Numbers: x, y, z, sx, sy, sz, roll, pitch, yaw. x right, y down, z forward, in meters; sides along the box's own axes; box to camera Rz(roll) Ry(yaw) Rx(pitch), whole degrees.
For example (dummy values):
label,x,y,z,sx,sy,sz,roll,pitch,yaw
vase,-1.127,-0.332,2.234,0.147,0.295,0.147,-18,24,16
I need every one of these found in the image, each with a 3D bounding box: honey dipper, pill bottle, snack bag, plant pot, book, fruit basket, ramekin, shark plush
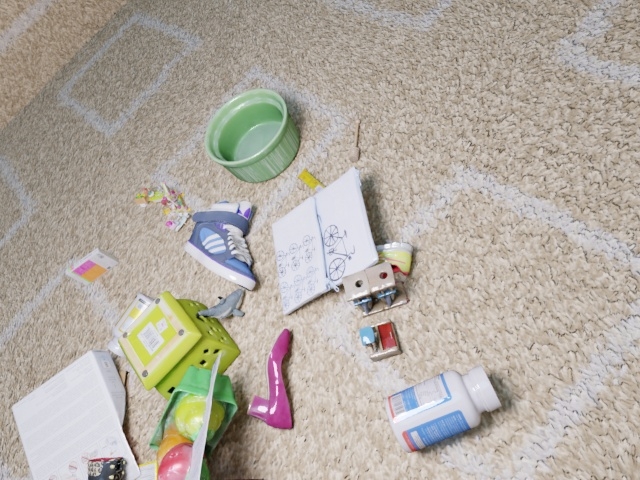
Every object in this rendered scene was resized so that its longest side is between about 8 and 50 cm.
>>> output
label,x,y,z,sx,sy,sz,roll,pitch,yaw
honey dipper,0.112,-0.320,1.515,0.030,0.030,0.160,-4,59,23
pill bottle,-0.565,0.261,1.474,0.103,0.103,0.184,25,77,33
snack bag,0.000,0.000,1.325,0.342,0.037,0.323,-32,51,31
plant pot,-0.399,0.289,1.319,0.227,0.207,0.228,-46,56,-4
book,-0.794,0.091,1.677,0.144,0.096,0.035,-33,55,6
fruit basket,-0.294,0.489,1.107,0.327,0.165,0.353,-61,24,26
pill bottle,0.261,0.352,1.025,0.221,0.124,0.124,-26,56,10
ramekin,-0.218,-0.339,1.605,0.303,0.148,0.303,-11,59,20
shark plush,-0.287,0.182,1.367,0.073,0.161,0.067,28,116,43

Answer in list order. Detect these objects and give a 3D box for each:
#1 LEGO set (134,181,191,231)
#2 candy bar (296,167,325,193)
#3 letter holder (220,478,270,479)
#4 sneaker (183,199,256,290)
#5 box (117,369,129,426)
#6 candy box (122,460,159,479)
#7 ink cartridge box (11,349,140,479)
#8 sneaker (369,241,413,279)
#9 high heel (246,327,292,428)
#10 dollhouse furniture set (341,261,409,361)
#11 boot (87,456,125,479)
label,x,y,z,sx,sy,sz,roll,pitch,yaw
LEGO set,-0.565,-0.151,1.693,0.287,0.107,0.132,30,79,34
candy bar,-0.019,-0.173,1.502,0.040,0.018,0.161,-46,55,1
letter holder,-0.166,0.615,0.974,0.214,0.302,0.152,-44,55,-2
sneaker,-0.262,-0.012,1.461,0.323,0.130,0.236,27,82,39
box,-0.669,0.490,1.450,0.201,0.021,0.164,-16,58,17
candy box,-0.512,0.662,1.280,0.206,0.027,0.105,-20,60,14
ink cartridge box,-0.681,0.558,1.376,0.308,0.091,0.385,-35,70,4
sneaker,0.139,0.064,1.265,0.208,0.081,0.094,-10,67,23
high heel,-0.093,0.350,1.237,0.117,0.082,0.244,19,57,2
dollhouse furniture set,0.149,0.173,1.169,0.129,0.129,0.183,-21,56,14
boot,-0.507,0.645,1.209,0.236,0.085,0.178,-9,74,23
